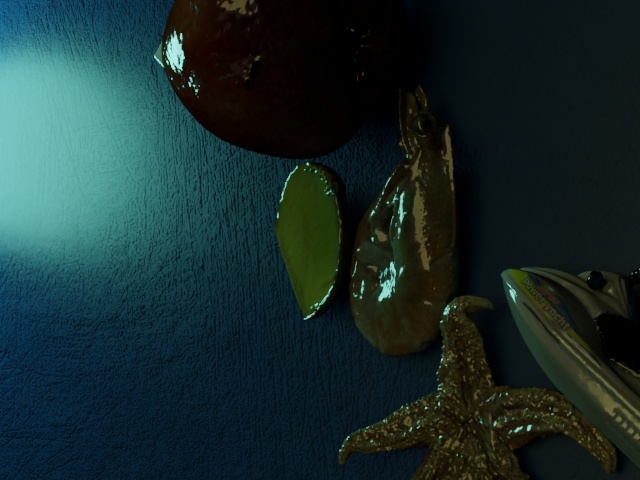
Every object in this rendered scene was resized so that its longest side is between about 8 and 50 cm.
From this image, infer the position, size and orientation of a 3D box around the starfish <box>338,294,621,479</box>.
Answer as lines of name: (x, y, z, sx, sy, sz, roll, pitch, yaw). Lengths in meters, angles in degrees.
starfish: (0.157, 0.226, 1.013, 0.302, 0.060, 0.299, -34, 67, 26)

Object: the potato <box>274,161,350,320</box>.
potato: (0.000, 0.000, 1.202, 0.119, 0.054, 0.197, -18, 75, 42)

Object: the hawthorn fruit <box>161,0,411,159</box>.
hawthorn fruit: (-0.061, -0.246, 1.173, 0.369, 0.285, 0.284, 11, 90, 62)

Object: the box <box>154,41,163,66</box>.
box: (-0.154, -0.266, 1.402, 0.139, 0.035, 0.245, -55, 51, 20)

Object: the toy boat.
toy boat: (0.278, 0.107, 0.879, 0.141, 0.141, 0.269, -45, 53, 27)

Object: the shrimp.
shrimp: (0.093, -0.022, 1.108, 0.168, 0.077, 0.317, -1, 85, 45)
